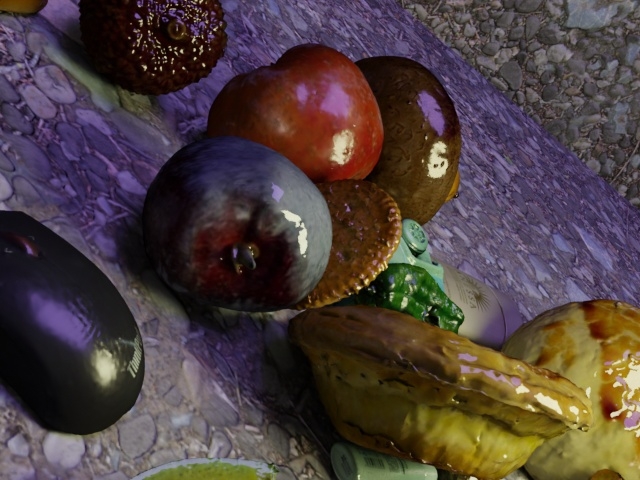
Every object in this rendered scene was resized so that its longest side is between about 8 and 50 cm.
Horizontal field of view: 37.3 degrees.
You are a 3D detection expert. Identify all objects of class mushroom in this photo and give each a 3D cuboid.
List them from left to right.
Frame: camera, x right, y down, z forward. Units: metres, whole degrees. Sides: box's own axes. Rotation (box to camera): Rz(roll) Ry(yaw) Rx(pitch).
[{"bbox_3d":[0.116,-0.176,1.751,0.345,0.345,0.239,50,47,6],"label":"mushroom"}]

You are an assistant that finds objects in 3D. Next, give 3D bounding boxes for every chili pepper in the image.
[{"bbox_3d":[0.142,0.090,1.459,0.253,0.083,0.099,24,68,-48],"label":"chili pepper"}]

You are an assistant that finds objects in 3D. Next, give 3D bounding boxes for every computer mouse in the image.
[{"bbox_3d":[-0.288,0.077,1.021,0.269,0.100,0.170,46,24,-2],"label":"computer mouse"}]

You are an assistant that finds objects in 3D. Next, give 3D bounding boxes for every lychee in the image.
[{"bbox_3d":[-0.270,-0.347,1.504,0.236,0.236,0.271,29,9,-33],"label":"lychee"}]

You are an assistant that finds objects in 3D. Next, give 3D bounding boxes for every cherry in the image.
[{"bbox_3d":[-0.112,-0.024,1.277,0.255,0.218,0.296,6,32,-12],"label":"cherry"}]

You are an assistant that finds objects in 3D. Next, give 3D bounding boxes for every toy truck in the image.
[{"bbox_3d":[0.074,0.039,1.559,0.279,0.155,0.156,22,44,-41],"label":"toy truck"}]

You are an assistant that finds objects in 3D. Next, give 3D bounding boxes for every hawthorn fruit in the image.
[{"bbox_3d":[-0.036,-0.189,1.570,0.284,0.284,0.284,35,28,-23],"label":"hawthorn fruit"}]

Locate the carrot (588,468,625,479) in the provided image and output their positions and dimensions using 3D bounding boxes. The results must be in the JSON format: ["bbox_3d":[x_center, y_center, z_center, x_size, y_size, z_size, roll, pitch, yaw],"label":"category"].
[{"bbox_3d":[0.490,0.482,1.546,0.070,0.070,0.260,-75,148,-60],"label":"carrot"}]

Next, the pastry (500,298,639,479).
[{"bbox_3d":[0.504,0.282,1.685,0.389,0.312,0.388,32,30,-20],"label":"pastry"}]

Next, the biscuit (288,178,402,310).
[{"bbox_3d":[0.000,0.000,1.395,0.254,0.254,0.035,-99,162,-48],"label":"biscuit"}]

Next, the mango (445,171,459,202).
[{"bbox_3d":[0.173,-0.223,2.080,0.359,0.144,0.187,50,23,13],"label":"mango"}]

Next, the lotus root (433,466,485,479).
[{"bbox_3d":[0.205,0.333,1.423,0.089,0.080,0.179,36,29,-25],"label":"lotus root"}]

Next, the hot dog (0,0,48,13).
[{"bbox_3d":[-0.493,-0.387,1.392,0.100,0.068,0.249,51,26,10],"label":"hot dog"}]

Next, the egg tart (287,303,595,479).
[{"bbox_3d":[0.152,0.216,1.292,0.443,0.178,0.443,18,-7,2],"label":"egg tart"}]

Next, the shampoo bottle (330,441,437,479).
[{"bbox_3d":[0.094,0.320,1.320,0.191,0.041,0.069,20,26,-44],"label":"shampoo bottle"}]

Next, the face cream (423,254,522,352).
[{"bbox_3d":[0.262,0.118,1.806,0.349,0.081,0.173,26,34,-37],"label":"face cream"}]

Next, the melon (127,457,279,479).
[{"bbox_3d":[-0.139,0.330,0.886,0.169,0.129,0.265,16,37,-10],"label":"melon"}]
